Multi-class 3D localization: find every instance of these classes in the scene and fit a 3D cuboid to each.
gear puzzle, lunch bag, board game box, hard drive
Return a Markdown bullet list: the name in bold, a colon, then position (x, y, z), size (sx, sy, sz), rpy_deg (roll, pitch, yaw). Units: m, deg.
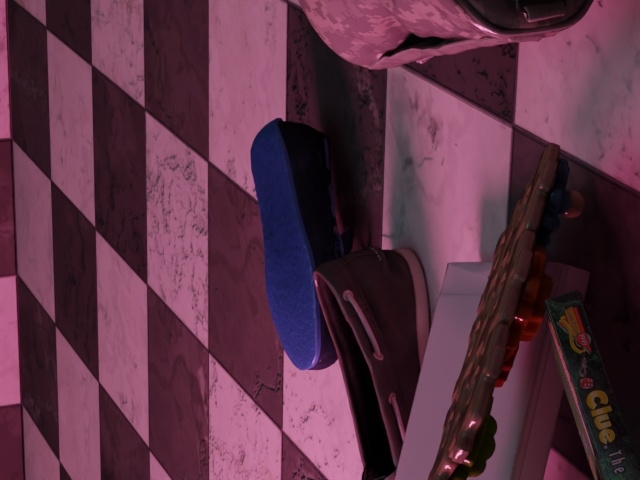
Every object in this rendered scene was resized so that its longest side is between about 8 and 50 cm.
- **gear puzzle**: position (0.128, 0.101, 1.347), size (0.175, 0.044, 0.339), rpy_deg (109, 180, -59)
- **lunch bag**: position (0.085, -0.263, 1.406), size (0.305, 0.212, 0.256), rpy_deg (-176, 80, -68)
- **board game box**: position (0.208, 0.174, 1.297), size (0.136, 0.030, 0.259), rpy_deg (60, -167, -67)
- **hard drive**: position (0.123, 0.170, 1.530), size (0.203, 0.040, 0.307), rpy_deg (-2, 72, 68)

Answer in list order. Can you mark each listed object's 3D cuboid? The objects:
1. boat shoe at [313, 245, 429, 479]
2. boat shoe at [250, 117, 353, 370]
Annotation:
- **boat shoe**: position (0.058, 0.173, 1.760), size (0.112, 0.095, 0.335), rpy_deg (161, 101, -68)
- **boat shoe**: position (0.000, 0.000, 1.876), size (0.109, 0.089, 0.258), rpy_deg (-20, 73, 54)
